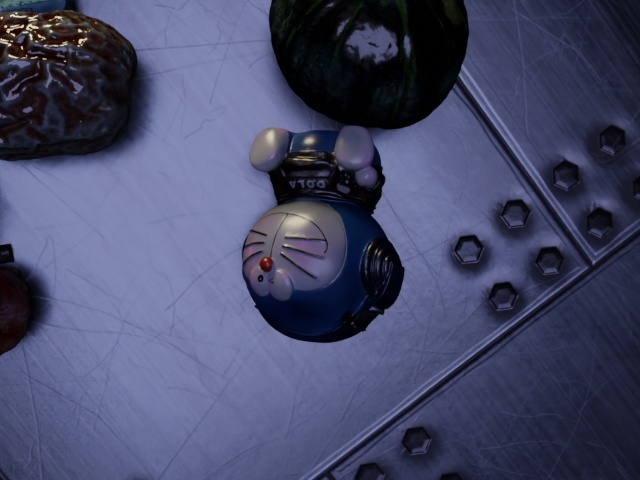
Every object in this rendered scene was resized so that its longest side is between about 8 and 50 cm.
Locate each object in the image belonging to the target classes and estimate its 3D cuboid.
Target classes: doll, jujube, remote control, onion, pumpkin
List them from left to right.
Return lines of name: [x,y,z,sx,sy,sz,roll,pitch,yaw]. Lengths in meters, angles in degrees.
onion: [-0.519,0.113,1.274,0.159,0.195,0.159,-1,96,-13]
remote control: [-0.540,0.028,1.356,0.091,0.016,0.034,-11,98,-3]
jujube: [-0.431,-0.227,1.249,0.317,0.226,0.226,-2,93,-6]
doll: [0.000,0.000,1.292,0.284,0.240,0.310,-1,76,36]
pumpkin: [0.077,-0.325,1.248,0.315,0.238,0.315,4,59,-7]

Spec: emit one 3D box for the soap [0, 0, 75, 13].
soap: [-0.477,-0.453,1.308,0.156,0.077,0.293,-11,94,-3]
